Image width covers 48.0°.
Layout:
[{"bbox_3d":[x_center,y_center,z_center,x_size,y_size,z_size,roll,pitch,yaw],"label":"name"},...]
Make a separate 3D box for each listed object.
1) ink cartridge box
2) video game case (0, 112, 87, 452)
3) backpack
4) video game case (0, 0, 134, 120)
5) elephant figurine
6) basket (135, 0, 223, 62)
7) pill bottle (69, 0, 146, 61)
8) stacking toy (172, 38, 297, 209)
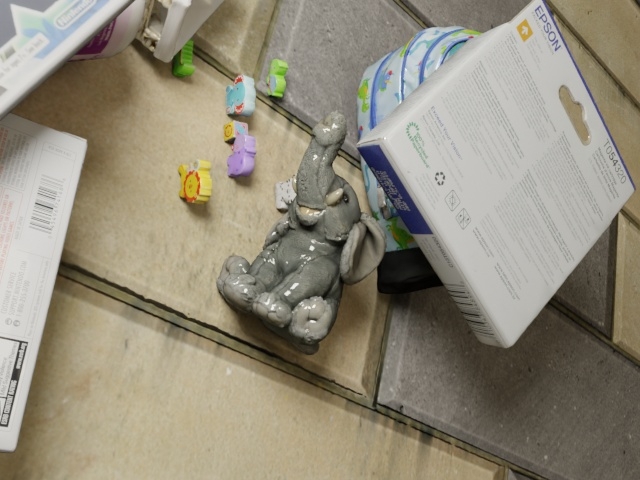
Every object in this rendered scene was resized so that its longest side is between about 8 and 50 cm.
[{"bbox_3d":[0.244,-0.090,0.932,0.330,0.071,0.324,-44,112,-25],"label":"ink cartridge box"},{"bbox_3d":[-0.326,0.007,0.537,0.244,0.061,0.269,22,66,-38],"label":"video game case"},{"bbox_3d":[0.192,-0.131,1.065,0.290,0.273,0.355,-7,73,-29],"label":"backpack"},{"bbox_3d":[-0.332,-0.200,0.496,0.300,0.036,0.329,45,61,-18],"label":"video game case"},{"bbox_3d":[0.000,0.000,0.867,0.169,0.186,0.239,33,77,-10],"label":"elephant figurine"},{"bbox_3d":[-0.167,-0.312,0.834,0.103,0.113,0.167,34,56,-7],"label":"basket"},{"bbox_3d":[-0.325,-0.238,0.642,0.302,0.169,0.169,-19,93,-43],"label":"pill bottle"},{"bbox_3d":[-0.100,-0.147,0.910,0.167,0.052,0.221,5,76,-43],"label":"stacking toy"}]
